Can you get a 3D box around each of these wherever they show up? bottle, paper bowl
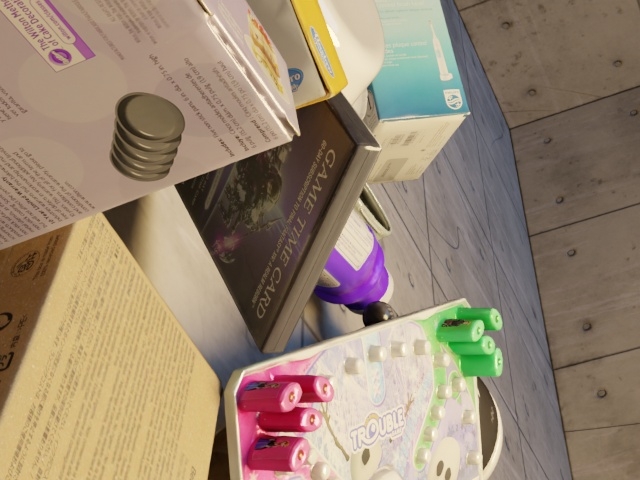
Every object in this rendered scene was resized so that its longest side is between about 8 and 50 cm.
[{"bbox_3d":[0.000,0.000,1.168,0.092,0.118,0.283,-56,145,-8],"label":"bottle"},{"bbox_3d":[-0.033,-0.247,1.204,0.284,0.148,0.284,47,30,-38],"label":"paper bowl"}]

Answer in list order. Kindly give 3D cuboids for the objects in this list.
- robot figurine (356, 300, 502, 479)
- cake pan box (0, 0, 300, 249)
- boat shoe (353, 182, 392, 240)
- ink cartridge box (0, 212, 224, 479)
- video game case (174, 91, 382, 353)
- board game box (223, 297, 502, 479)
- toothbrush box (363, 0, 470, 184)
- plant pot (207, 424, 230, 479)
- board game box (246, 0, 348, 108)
[{"bbox_3d":[0.093,0.191,1.185,0.209,0.174,0.278,-63,147,-12],"label":"robot figurine"},{"bbox_3d":[-0.177,-0.106,0.526,0.267,0.246,0.070,51,24,-47],"label":"cake pan box"},{"bbox_3d":[0.025,-0.091,1.384,0.227,0.081,0.079,62,21,-25],"label":"boat shoe"},{"bbox_3d":[-0.150,0.117,0.649,0.234,0.088,0.193,-86,153,-52],"label":"ink cartridge box"},{"bbox_3d":[-0.057,-0.077,0.848,0.026,0.196,0.274,-1,41,-34],"label":"video game case"},{"bbox_3d":[0.070,0.267,0.926,0.390,0.050,0.389,-10,97,-56],"label":"board game box"},{"bbox_3d":[0.076,-0.249,1.465,0.216,0.126,0.295,125,-43,-66],"label":"toothbrush box"},{"bbox_3d":[-0.057,0.266,0.882,0.236,0.032,0.236,-17,90,-72],"label":"plant pot"},{"bbox_3d":[-0.149,-0.205,0.708,0.064,0.242,0.316,-53,124,-70],"label":"board game box"}]
